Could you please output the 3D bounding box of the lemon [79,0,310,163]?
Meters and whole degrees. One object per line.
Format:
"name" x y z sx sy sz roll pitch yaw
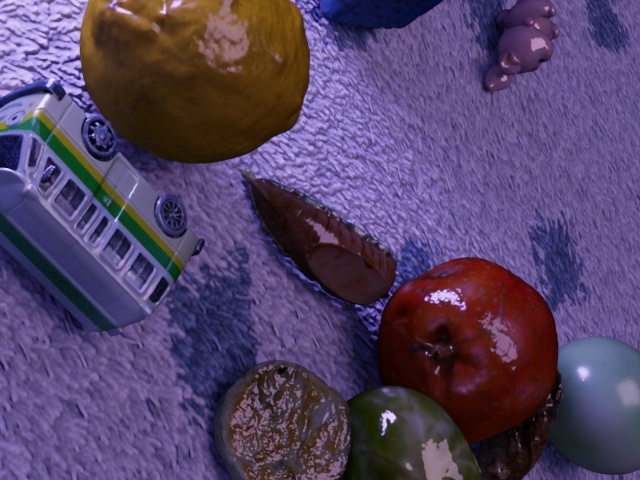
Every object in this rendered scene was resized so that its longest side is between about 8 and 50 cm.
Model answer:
"lemon" -0.150 -0.224 1.612 0.316 0.286 0.285 71 27 -50

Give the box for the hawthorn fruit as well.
"hawthorn fruit" 0.209 0.160 1.902 0.300 0.275 0.275 4 73 -68

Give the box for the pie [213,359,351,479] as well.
"pie" -0.047 0.246 1.672 0.187 0.041 0.186 6 68 -16

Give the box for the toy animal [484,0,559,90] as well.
"toy animal" 0.380 -0.352 2.445 0.124 0.124 0.212 43 53 -33

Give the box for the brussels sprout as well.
"brussels sprout" 0.109 0.315 1.757 0.244 0.244 0.244 23 60 -45

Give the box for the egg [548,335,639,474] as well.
"egg" 0.489 0.287 2.246 0.269 0.220 0.220 48 44 -27

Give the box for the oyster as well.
"oyster" 0.299 0.238 2.069 0.111 0.204 0.396 7 66 -17

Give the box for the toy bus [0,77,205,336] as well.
"toy bus" -0.278 -0.030 1.473 0.276 0.134 0.164 49 43 -28

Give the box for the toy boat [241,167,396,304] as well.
"toy boat" 0.001 0.004 1.850 0.293 0.108 0.099 38 15 -30

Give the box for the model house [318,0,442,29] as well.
"model house" 0.117 -0.580 1.983 0.445 0.395 0.400 47 46 -18
